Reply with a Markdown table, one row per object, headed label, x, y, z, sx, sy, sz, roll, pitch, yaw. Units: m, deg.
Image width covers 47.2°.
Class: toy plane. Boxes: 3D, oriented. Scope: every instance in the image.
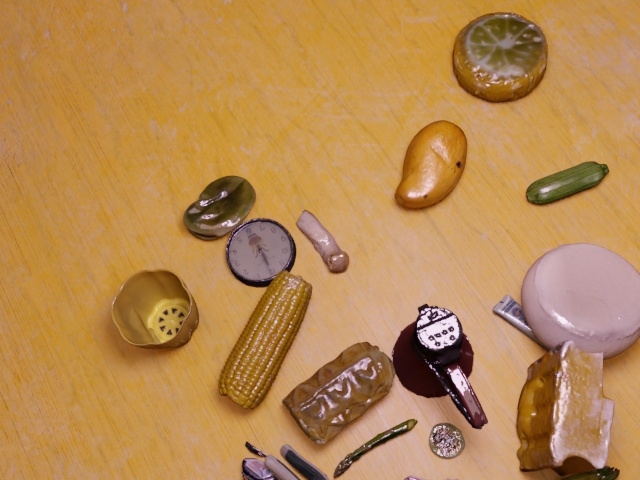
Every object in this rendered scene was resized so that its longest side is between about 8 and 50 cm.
| label | x | y | z | sx | sy | sz | roll | pitch | yaw |
| --- | --- | --- | --- | --- | --- | --- | --- | --- | --- |
| toy plane | -0.113 | 0.549 | 1.697 | 0.197 | 0.053 | 0.078 | 27 | 57 | 18 |

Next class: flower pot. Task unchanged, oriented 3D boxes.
| label | x | y | z | sx | sy | sz | roll | pitch | yaw |
| --- | --- | --- | --- | --- | --- | --- | --- | --- | --- |
| flower pot | -0.384 | 0.182 | 1.785 | 0.195 | 0.179 | 0.195 | -3 | 70 | 7 |

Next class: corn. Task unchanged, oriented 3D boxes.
| label | x | y | z | sx | sy | sz | roll | pitch | yaw |
| --- | --- | --- | --- | --- | --- | --- | --- | --- | --- |
| corn | -0.127 | 0.235 | 1.766 | 0.131 | 0.131 | 0.344 | 25 | 75 | 14 |

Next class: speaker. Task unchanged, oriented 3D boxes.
| label | x | y | z | sx | sy | sz | roll | pitch | yaw |
| --- | --- | --- | --- | --- | --- | --- | --- | --- | --- |
| speaker | 0.256 | 0.280 | 1.619 | 0.198 | 0.329 | 0.259 | 0 | 77 | 6 |

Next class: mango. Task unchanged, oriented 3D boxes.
| label | x | y | z | sx | sy | sz | roll | pitch | yaw |
| --- | --- | --- | --- | --- | --- | --- | --- | --- | --- |
| mango | 0.285 | -0.189 | 1.885 | 0.157 | 0.109 | 0.262 | 30 | 81 | 5 |

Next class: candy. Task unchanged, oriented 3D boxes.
| label | x | y | z | sx | sy | sz | roll | pitch | yaw |
| --- | --- | --- | --- | --- | --- | --- | --- | --- | --- |
| candy | 0.481 | -0.494 | 1.969 | 0.260 | 0.118 | 0.259 | -3 | 65 | 6 |

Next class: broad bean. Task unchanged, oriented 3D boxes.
| label | x | y | z | sx | sy | sz | roll | pitch | yaw |
| --- | --- | --- | --- | --- | --- | --- | --- | --- | --- |
| broad bean | -0.262 | -0.086 | 1.922 | 0.207 | 0.072 | 0.153 | -37 | 70 | -7 |

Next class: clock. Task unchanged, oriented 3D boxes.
| label | x | y | z | sx | sy | sz | roll | pitch | yaw |
| --- | --- | --- | --- | --- | --- | --- | --- | --- | --- |
| clock | -0.155 | 0.029 | 1.888 | 0.185 | 0.040 | 0.184 | -2 | 70 | 6 |

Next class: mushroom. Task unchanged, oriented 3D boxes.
| label | x | y | z | sx | sy | sz | roll | pitch | yaw |
| --- | --- | --- | --- | --- | --- | --- | --- | --- | --- |
| mushroom | 0.003 | -0.002 | 1.879 | 0.059 | 0.054 | 0.202 | -34 | 66 | -5 |

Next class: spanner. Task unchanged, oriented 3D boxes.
| label | x | y | z | sx | sy | sz | roll | pitch | yaw |
| --- | --- | --- | --- | --- | --- | --- | --- | --- | --- |
| spanner | 0.014 | 0.577 | 1.640 | 0.325 | 0.096 | 0.040 | 35 | 119 | 25 |

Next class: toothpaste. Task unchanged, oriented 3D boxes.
| label | x | y | z | sx | sy | sz | roll | pitch | yaw |
| --- | --- | --- | --- | --- | --- | --- | --- | --- | --- |
| toothpaste | 0.522 | 0.222 | 1.750 | 0.239 | 0.039 | 0.062 | 41 | 70 | 19 |

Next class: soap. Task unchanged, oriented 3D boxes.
| label | x | y | z | sx | sy | sz | roll | pitch | yaw |
| --- | --- | --- | --- | --- | --- | --- | --- | --- | --- |
| soap | 0.516 | 0.368 | 1.573 | 0.143 | 0.281 | 0.259 | 7 | 72 | 6 |

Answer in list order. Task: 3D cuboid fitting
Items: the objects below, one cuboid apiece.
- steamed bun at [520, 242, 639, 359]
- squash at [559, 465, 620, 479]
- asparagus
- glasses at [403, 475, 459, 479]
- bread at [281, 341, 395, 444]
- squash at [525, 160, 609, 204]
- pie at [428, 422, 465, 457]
| label | x | y | z | sx | sy | sz | roll | pitch | yaw |
| --- | --- | --- | --- | --- | --- | --- | --- | --- | --- |
| steamed bun | 0.598 | 0.153 | 1.685 | 0.283 | 0.177 | 0.283 | 2 | 54 | -2 |
| squash | 0.510 | 0.583 | 1.599 | 0.341 | 0.094 | 0.094 | -23 | 70 | -2 |
| asparagus | 0.125 | 0.478 | 1.709 | 0.236 | 0.027 | 0.034 | -31 | 82 | -5 |
| glasses | 0.223 | 0.626 | 1.613 | 0.162 | 0.095 | 0.255 | 30 | 79 | 14 |
| bread | 0.051 | 0.349 | 1.710 | 0.268 | 0.130 | 0.152 | -37 | 62 | -7 |
| squash | 0.625 | -0.147 | 1.849 | 0.219 | 0.077 | 0.068 | -20 | 78 | -3 |
| pie | 0.294 | 0.465 | 1.700 | 0.085 | 0.017 | 0.085 | -2 | 71 | 6 |
